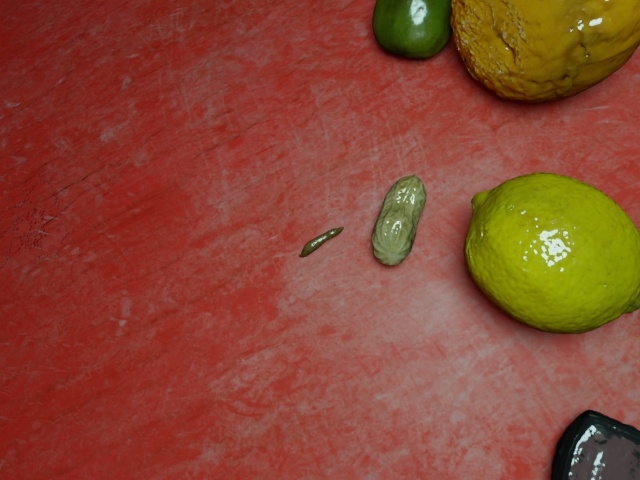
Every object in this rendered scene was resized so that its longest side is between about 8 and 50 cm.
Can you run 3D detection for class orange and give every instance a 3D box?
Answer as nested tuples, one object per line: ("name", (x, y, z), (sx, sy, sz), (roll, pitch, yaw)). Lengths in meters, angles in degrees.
("orange", (0.418, -0.426, 0.749), (0.293, 0.340, 0.340), (-36, 69, -10))

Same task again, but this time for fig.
("fig", (0.206, -0.504, 0.909), (0.181, 0.191, 0.181), (-5, 39, 4))

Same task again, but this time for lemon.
("lemon", (0.366, 0.020, 0.679), (0.267, 0.267, 0.267), (-4, 74, 13))

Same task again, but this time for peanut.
("peanut", (0.155, -0.044, 0.830), (0.083, 0.093, 0.194), (13, 80, 31))

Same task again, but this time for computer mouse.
("computer mouse", (0.495, 0.382, 0.620), (0.269, 0.100, 0.170), (22, 75, 24))

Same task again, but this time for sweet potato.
("sweet potato", (0.000, 0.000, 0.890), (0.115, 0.026, 0.026), (-33, 70, 4))
